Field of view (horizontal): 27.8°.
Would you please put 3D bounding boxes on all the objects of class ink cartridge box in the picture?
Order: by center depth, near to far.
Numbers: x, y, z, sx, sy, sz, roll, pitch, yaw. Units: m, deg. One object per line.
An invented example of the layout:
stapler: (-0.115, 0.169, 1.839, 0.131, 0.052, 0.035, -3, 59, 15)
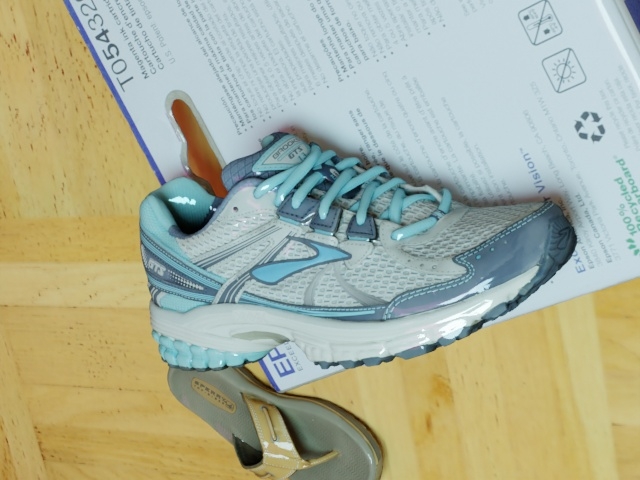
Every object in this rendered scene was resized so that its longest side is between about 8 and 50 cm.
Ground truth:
ink cartridge box: (0.030, -0.099, 0.754, 0.330, 0.071, 0.324, -22, 98, 40)

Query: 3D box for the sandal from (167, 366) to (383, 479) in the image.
sandal: (-0.041, 0.134, 0.909, 0.180, 0.049, 0.072, 27, 122, 20)

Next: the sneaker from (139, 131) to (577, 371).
sneaker: (0.000, 0.000, 0.711, 0.283, 0.110, 0.122, -10, 103, 36)
